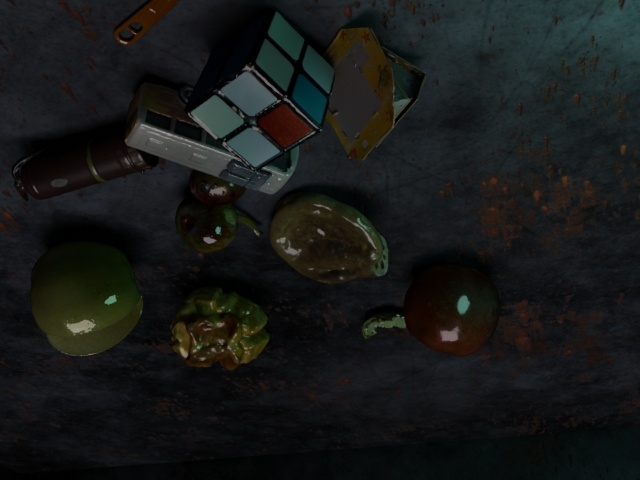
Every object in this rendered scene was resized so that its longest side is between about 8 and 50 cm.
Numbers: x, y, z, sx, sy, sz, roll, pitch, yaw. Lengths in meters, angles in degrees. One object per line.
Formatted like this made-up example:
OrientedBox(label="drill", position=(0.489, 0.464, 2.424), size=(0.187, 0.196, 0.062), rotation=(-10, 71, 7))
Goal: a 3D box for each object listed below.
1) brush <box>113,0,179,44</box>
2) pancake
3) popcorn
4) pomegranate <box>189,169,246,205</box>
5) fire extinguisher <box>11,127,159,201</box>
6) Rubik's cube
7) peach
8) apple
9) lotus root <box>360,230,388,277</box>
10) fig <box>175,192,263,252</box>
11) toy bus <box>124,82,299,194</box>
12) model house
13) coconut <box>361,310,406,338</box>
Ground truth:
OrientedBox(label="brush", position=(-0.249, -0.409, 1.355), size=(0.314, 0.017, 0.090), rotation=(-26, 138, 37))
OrientedBox(label="pancake", position=(0.000, 0.000, 1.922), size=(0.294, 0.049, 0.294), rotation=(16, 140, 14))
OrientedBox(label="popcorn", position=(-0.269, 0.246, 2.274), size=(0.265, 0.225, 0.332), rotation=(4, 173, 16))
OrientedBox(label="pomegranate", position=(-0.226, -0.140, 1.695), size=(0.129, 0.129, 0.159), rotation=(-24, 141, 35))
OrientedBox(label="fire extinguisher", position=(-0.503, -0.150, 1.697), size=(0.341, 0.105, 0.141), rotation=(-14, 145, 17))
OrientedBox(label="Rubik's cube", position=(-0.100, -0.260, 1.418), size=(0.183, 0.167, 0.180), rotation=(-24, 126, 37))
OrientedBox(label="peach", position=(0.352, 0.178, 2.134), size=(0.252, 0.252, 0.252), rotation=(0, 149, 0))
OrientedBox(label="apple", position=(-0.582, 0.141, 2.020), size=(0.254, 0.292, 0.292), rotation=(-19, 152, -13))
OrientedBox(label="lotus root", position=(0.115, 0.041, 2.009), size=(0.081, 0.112, 0.122), rotation=(-14, 147, 23))
OrientedBox(label="fig", position=(-0.220, -0.042, 1.882), size=(0.149, 0.149, 0.245), rotation=(-26, 164, 36))
OrientedBox(label="toy bus", position=(-0.205, -0.200, 1.585), size=(0.342, 0.138, 0.097), rotation=(19, 142, -25))
OrientedBox(label="model house", position=(0.109, -0.282, 1.479), size=(0.136, 0.207, 0.219), rotation=(-19, 160, -38))
OrientedBox(label="coconut", position=(0.197, 0.242, 2.401), size=(0.158, 0.055, 0.133), rotation=(-6, 147, 7))
